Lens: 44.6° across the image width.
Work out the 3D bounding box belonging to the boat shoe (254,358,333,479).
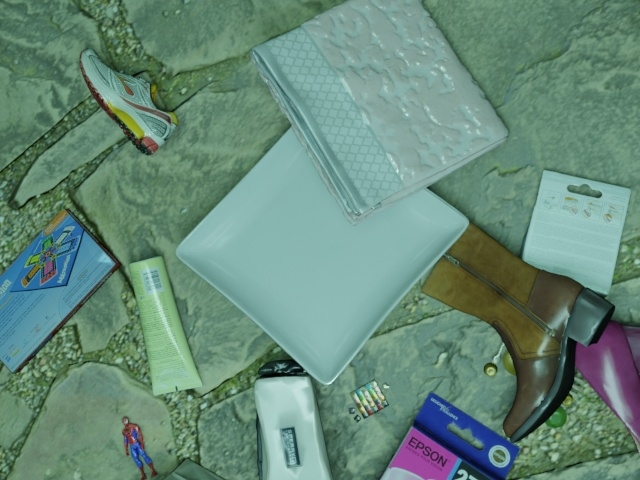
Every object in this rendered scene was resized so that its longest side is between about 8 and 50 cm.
[{"bbox_3d":[-0.037,0.354,1.264,0.127,0.158,0.340,-3,89,3],"label":"boat shoe"}]

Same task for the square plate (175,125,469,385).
[{"bbox_3d":[0.000,0.000,1.264,0.344,0.049,0.347,39,80,19],"label":"square plate"}]

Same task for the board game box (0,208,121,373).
[{"bbox_3d":[-0.505,0.092,1.410,0.281,0.027,0.145,-45,84,6],"label":"board game box"}]

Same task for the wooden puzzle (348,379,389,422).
[{"bbox_3d":[0.082,0.269,1.321,0.083,0.006,0.049,-30,85,8],"label":"wooden puzzle"}]

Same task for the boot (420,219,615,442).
[{"bbox_3d":[0.268,0.138,1.219,0.280,0.096,0.264,32,106,30],"label":"boot"}]

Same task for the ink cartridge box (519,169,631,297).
[{"bbox_3d":[0.408,-0.010,1.263,0.146,0.045,0.179,14,81,10],"label":"ink cartridge box"}]

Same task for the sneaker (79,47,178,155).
[{"bbox_3d":[-0.338,-0.253,1.370,0.093,0.088,0.225,-41,83,-14],"label":"sneaker"}]

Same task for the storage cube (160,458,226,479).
[{"bbox_3d":[-0.213,0.503,1.277,0.215,0.184,0.193,28,93,9],"label":"storage cube"}]

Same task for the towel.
[{"bbox_3d":[0.097,-0.234,1.245,0.317,0.053,0.331,-30,85,-19],"label":"towel"}]

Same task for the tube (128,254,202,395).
[{"bbox_3d":[-0.278,0.148,1.361,0.070,0.062,0.240,-12,93,52],"label":"tube"}]

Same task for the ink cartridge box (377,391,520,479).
[{"bbox_3d":[0.160,0.422,1.196,0.176,0.069,0.371,32,63,9],"label":"ink cartridge box"}]

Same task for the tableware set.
[{"bbox_3d":[0.342,0.236,1.273,0.154,0.024,0.104,27,97,8],"label":"tableware set"}]

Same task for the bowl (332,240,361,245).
[{"bbox_3d":[0.060,0.051,1.306,0.142,0.053,0.142,11,89,9],"label":"bowl"}]

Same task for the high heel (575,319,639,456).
[{"bbox_3d":[0.466,0.312,1.205,0.182,0.127,0.377,-3,78,9],"label":"high heel"}]

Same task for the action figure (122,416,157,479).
[{"bbox_3d":[-0.325,0.366,1.377,0.038,0.030,0.115,-25,83,13],"label":"action figure"}]
